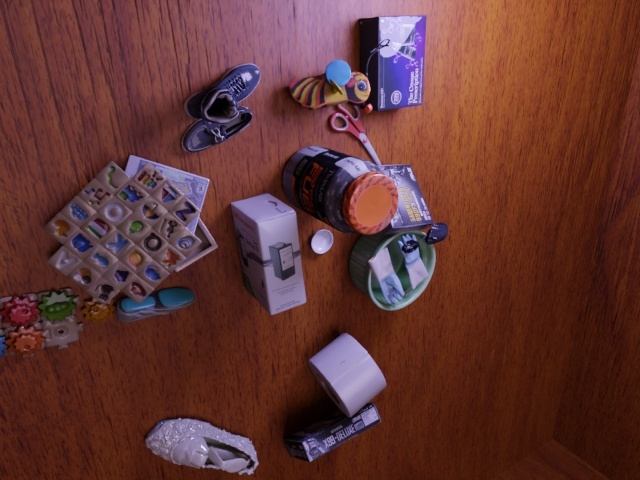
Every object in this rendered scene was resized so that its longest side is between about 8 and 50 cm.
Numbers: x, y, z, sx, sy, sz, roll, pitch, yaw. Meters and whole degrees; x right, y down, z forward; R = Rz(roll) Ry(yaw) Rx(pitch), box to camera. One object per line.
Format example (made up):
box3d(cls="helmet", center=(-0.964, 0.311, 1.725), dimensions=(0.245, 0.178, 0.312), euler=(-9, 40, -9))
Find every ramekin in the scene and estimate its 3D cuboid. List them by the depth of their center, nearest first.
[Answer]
box3d(cls="ramekin", center=(0.249, 0.083, 1.654), dimensions=(0.304, 0.148, 0.303), euler=(-13, 116, -29))

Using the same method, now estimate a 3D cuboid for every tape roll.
box3d(cls="tape roll", center=(0.092, 0.478, 1.652), dimensions=(0.169, 0.246, 0.246), euler=(-35, 124, -16))

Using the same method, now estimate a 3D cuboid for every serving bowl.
box3d(cls="serving bowl", center=(0.000, 0.000, 1.534), dimensions=(0.084, 0.027, 0.083), euler=(-13, 115, -28))

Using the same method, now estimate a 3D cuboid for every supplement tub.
box3d(cls="supplement tub", center=(0.052, -0.144, 1.315), dimensions=(0.207, 0.338, 0.207), euler=(-12, 114, -29))

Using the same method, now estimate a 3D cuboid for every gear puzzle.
box3d(cls="gear puzzle", center=(-0.690, 0.211, 1.157), dimensions=(0.339, 0.044, 0.175), euler=(-8, 113, -31))

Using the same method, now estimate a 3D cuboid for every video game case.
box3d(cls="video game case", center=(-0.404, -0.098, 1.166), dimensions=(0.202, 0.023, 0.183), euler=(16, 83, -18))

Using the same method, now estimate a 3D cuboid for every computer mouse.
box3d(cls="computer mouse", center=(0.358, -0.002, 1.549), dimensions=(0.242, 0.041, 0.071), euler=(-24, 138, -36))

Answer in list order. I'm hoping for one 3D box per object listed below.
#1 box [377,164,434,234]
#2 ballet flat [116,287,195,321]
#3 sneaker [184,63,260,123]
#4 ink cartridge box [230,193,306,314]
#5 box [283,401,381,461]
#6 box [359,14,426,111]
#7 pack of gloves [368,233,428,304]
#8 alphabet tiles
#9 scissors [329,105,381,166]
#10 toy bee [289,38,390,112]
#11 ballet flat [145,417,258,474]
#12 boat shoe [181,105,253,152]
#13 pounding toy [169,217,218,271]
box3d(cls="box", center=(0.257, -0.141, 1.542), dimensions=(0.183, 0.056, 0.230), euler=(-7, 69, -31))
box3d(cls="ballet flat", center=(-0.460, 0.181, 1.291), dimensions=(0.213, 0.072, 0.068), euler=(-6, 140, -36))
box3d(cls="sneaker", center=(-0.218, -0.369, 1.160), dimensions=(0.226, 0.163, 0.086), euler=(-40, 124, -16))
box3d(cls="ink cartridge box", center=(-0.152, 0.033, 1.335), dimensions=(0.122, 0.211, 0.288), euler=(-17, 116, -25))
box3d(cls="box", center=(0.040, 0.707, 1.720), dimensions=(0.308, 0.242, 0.076), euler=(-19, 78, -26))
box3d(cls="box", center=(0.220, -0.542, 1.415), dimensions=(0.185, 0.103, 0.261), euler=(-15, 116, -25))
box3d(cls="pack of gloves", center=(0.281, 0.104, 1.560), dimensions=(0.195, 0.046, 0.232), euler=(-37, 125, -15))
box3d(cls="alphabet tiles", center=(-0.474, -0.012, 1.127), dimensions=(0.342, 0.011, 0.285), euler=(-44, 111, 1))
box3d(cls="scissors", center=(0.140, -0.343, 1.490), dimensions=(0.297, 0.021, 0.109), euler=(32, 89, -36))
box3d(cls="toy bee", center=(0.071, -0.420, 1.283), dimensions=(0.162, 0.299, 0.195), euler=(67, 24, -6))
box3d(cls="ballet flat", center=(-0.362, 0.684, 1.510), dimensions=(0.409, 0.147, 0.146), euler=(31, 91, -37))
box3d(cls="boat shoe", center=(-0.269, -0.293, 1.216), dimensions=(0.206, 0.065, 0.075), euler=(-34, 124, -17))
box3d(cls="pounding toy", center=(-0.409, -0.020, 1.224), dimensions=(0.181, 0.094, 0.206), euler=(-34, 98, -18))
